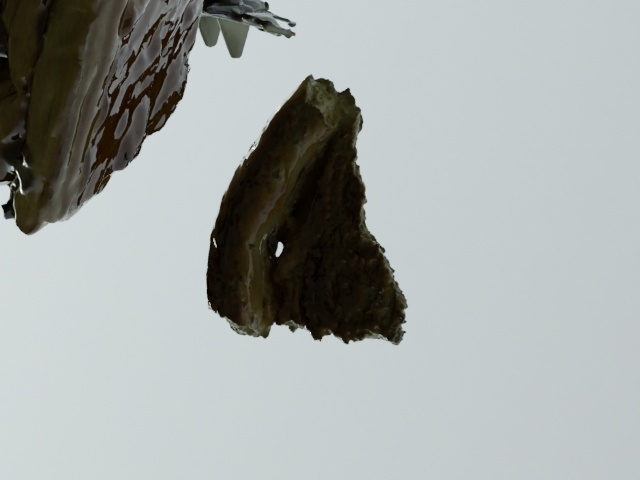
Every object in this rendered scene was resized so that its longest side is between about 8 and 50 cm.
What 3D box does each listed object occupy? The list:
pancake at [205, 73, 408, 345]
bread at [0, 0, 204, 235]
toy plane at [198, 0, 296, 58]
[{"bbox_3d":[0.000,0.000,1.818,0.244,0.057,0.266,39,-73,26],"label":"pancake"},{"bbox_3d":[-0.187,-0.200,1.432,0.277,0.167,0.325,-56,166,-58],"label":"bread"},{"bbox_3d":[-0.133,-0.231,1.741,0.192,0.262,0.088,28,-80,32],"label":"toy plane"}]
